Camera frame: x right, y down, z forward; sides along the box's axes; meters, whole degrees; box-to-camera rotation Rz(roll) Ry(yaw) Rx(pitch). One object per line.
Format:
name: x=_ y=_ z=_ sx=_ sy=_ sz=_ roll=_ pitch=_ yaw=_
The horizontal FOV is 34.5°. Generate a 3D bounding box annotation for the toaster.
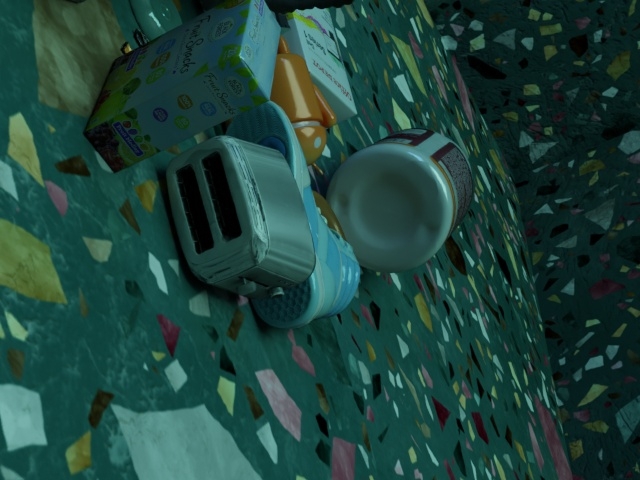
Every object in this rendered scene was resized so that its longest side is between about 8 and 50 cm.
toaster: x=-0.102 y=-0.038 z=1.283 sx=0.146 sy=0.129 sz=0.227 roll=16 pitch=56 yaw=-64

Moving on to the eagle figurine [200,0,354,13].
eagle figurine: x=-0.065 y=-0.448 z=1.508 sx=0.225 sy=0.298 sz=0.226 roll=-127 pitch=-152 yaw=-67

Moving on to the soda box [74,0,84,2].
soda box: x=-0.192 y=-0.371 z=1.151 sx=0.098 sy=0.286 sz=0.091 roll=70 pitch=18 yaw=3

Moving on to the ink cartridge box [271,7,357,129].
ink cartridge box: x=-0.054 y=-0.341 z=1.757 sx=0.201 sy=0.117 sz=0.278 roll=30 pitch=42 yaw=-61

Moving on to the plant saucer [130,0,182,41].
plant saucer: x=-0.221 y=-0.311 z=1.418 sx=0.119 sy=0.021 sz=0.119 roll=54 pitch=23 yaw=-37

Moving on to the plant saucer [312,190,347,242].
plant saucer: x=0.000 y=0.000 z=1.657 sx=0.200 sy=0.037 sz=0.200 roll=53 pitch=24 yaw=-36

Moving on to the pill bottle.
pill bottle: x=0.162 y=-0.088 z=1.907 sx=0.224 sy=0.224 sz=0.392 roll=67 pitch=19 yaw=-4

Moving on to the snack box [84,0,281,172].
snack box: x=-0.153 y=-0.186 z=1.180 sx=0.070 sy=0.207 sz=0.175 roll=56 pitch=22 yaw=-32

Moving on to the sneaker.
sneaker: x=-0.038 y=-0.031 z=1.461 sx=0.208 sy=0.127 sz=0.319 roll=12 pitch=68 yaw=-65

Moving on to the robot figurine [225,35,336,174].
robot figurine: x=-0.063 y=-0.195 z=1.552 sx=0.158 sy=0.128 sz=0.220 roll=1 pitch=72 yaw=-69

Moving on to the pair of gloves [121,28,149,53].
pair of gloves: x=-0.226 y=-0.233 z=1.336 sx=0.074 sy=0.010 sz=0.083 roll=59 pitch=20 yaw=-24
